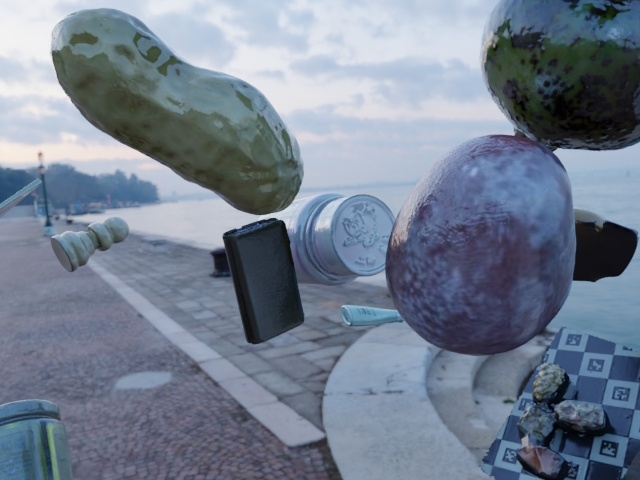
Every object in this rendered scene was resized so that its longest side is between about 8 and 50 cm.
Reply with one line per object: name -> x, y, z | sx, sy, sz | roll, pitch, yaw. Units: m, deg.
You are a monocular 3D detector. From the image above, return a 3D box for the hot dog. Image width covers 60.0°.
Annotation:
hot dog -> 0.533, -0.018, 1.263 | 0.326, 0.193, 0.107 | 21, 32, 26

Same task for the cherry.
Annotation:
cherry -> 0.181, 0.014, 0.645 | 0.213, 0.285, 0.236 | -1, 43, 1

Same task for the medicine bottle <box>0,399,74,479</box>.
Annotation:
medicine bottle -> -0.469, 0.430, 0.879 | 0.151, 0.322, 0.151 | -18, -30, -11

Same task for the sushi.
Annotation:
sushi -> 0.358, 0.243, 0.797 | 0.279, 0.043, 0.193 | -49, 31, -17

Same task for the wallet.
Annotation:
wallet -> -0.091, 0.066, 0.914 | 0.110, 0.197, 0.031 | -21, 23, -26

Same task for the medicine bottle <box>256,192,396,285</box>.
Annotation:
medicine bottle -> 0.000, 0.000, 1.017 | 0.170, 0.169, 0.293 | -7, 0, -30

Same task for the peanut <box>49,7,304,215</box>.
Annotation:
peanut -> -0.142, -0.140, 0.624 | 0.319, 0.147, 0.148 | 35, -16, -29

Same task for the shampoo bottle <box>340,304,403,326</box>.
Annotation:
shampoo bottle -> 0.148, 0.208, 1.518 | 0.191, 0.041, 0.069 | 6, 30, -31

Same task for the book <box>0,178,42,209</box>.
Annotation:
book -> -0.628, -0.036, 1.035 | 0.192, 0.013, 0.168 | -26, 21, 32

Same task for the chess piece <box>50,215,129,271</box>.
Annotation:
chess piece -> -0.531, -0.001, 1.307 | 0.171, 0.094, 0.094 | -30, 20, -35

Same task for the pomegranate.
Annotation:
pomegranate -> 0.369, -0.234, 0.793 | 0.285, 0.284, 0.340 | -4, -21, 3
